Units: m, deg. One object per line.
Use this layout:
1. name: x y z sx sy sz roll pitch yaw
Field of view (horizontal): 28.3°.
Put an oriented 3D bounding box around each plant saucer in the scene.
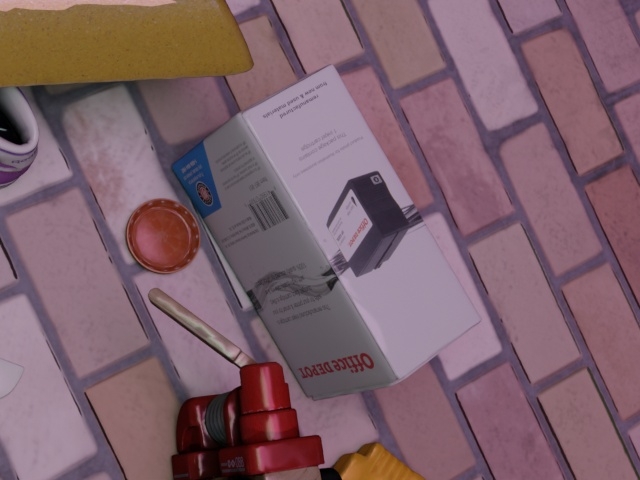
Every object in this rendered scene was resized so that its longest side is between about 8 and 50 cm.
1. plant saucer: -0.172 -0.004 1.386 0.084 0.013 0.083 5 77 -24
2. plant saucer: -0.261 -0.296 1.277 0.333 0.081 0.332 -7 49 -25

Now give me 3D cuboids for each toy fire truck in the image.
1. toy fire truck: -0.097 0.171 1.271 0.159 0.217 0.246 -3 80 -24

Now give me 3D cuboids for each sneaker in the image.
1. sneaker: -0.389 -0.172 1.241 0.282 0.161 0.102 36 69 -12

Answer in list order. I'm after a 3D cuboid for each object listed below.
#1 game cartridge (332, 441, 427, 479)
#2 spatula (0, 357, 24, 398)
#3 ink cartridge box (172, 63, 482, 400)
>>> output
1. game cartridge: 0.091 0.422 1.398 0.324 0.053 0.285 41 66 -13
2. spatula: -0.429 0.159 1.233 0.242 0.019 0.168 23 72 -19
3. ink cartridge box: 0.000 0.000 1.346 0.129 0.223 0.307 -32 94 -27
